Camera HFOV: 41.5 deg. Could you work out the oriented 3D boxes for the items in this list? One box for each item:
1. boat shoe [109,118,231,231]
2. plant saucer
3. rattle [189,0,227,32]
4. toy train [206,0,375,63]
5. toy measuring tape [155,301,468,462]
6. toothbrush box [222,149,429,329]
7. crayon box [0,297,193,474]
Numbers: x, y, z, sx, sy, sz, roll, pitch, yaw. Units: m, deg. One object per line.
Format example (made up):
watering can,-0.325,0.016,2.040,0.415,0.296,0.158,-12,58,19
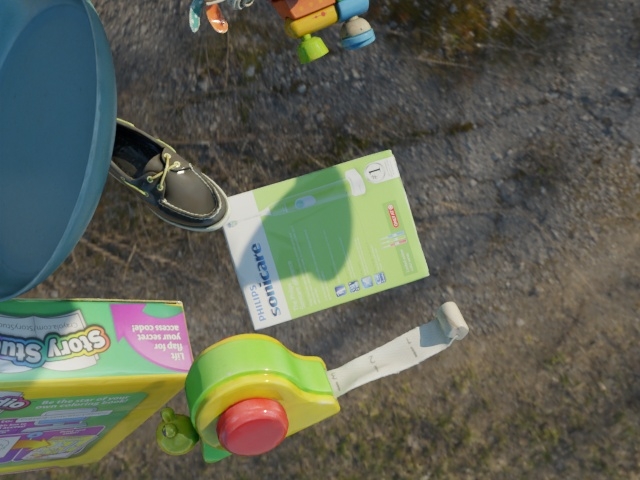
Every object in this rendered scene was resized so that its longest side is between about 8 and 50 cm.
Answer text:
boat shoe,-0.218,-0.088,1.105,0.228,0.068,0.081,31,76,19
plant saucer,-0.280,-0.098,0.804,0.044,0.317,0.317,9,117,-45
rattle,-0.205,-0.452,1.364,0.130,0.143,0.199,-35,146,-7
toy train,-0.037,-0.329,1.267,0.248,0.105,0.143,-27,109,-18
toy measuring tape,-0.019,0.123,0.829,0.330,0.121,0.121,-26,117,3
toothbrush box,0.000,0.000,1.327,0.283,0.122,0.206,-18,89,-6
crayon box,-0.375,0.175,0.954,0.363,0.106,0.313,4,147,-37
